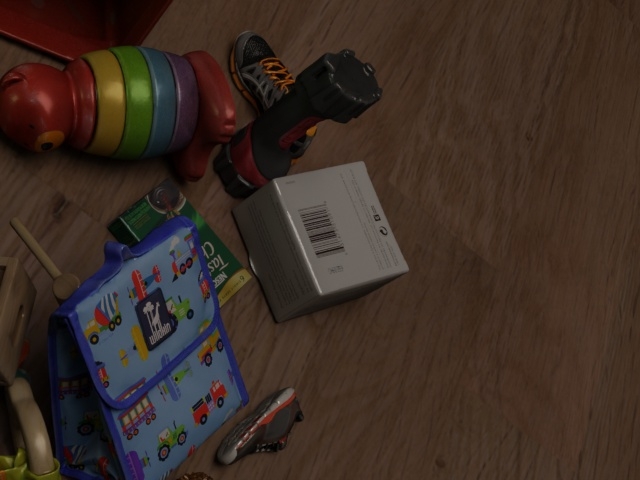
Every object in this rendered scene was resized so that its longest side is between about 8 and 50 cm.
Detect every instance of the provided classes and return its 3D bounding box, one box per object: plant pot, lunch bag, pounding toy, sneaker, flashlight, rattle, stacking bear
[{"bbox_3d":[-0.331,-0.426,1.725,0.267,0.267,0.236,21,44,-28],"label":"plant pot"},{"bbox_3d":[-0.217,0.122,1.514,0.221,0.138,0.293,-41,136,-42],"label":"lunch bag"},{"bbox_3d":[-0.368,0.071,1.490,0.206,0.094,0.181,4,60,8],"label":"pounding toy"},{"bbox_3d":[-0.063,-0.223,1.927,0.084,0.083,0.215,-18,79,-39],"label":"sneaker"},{"bbox_3d":[-0.031,-0.154,1.770,0.103,0.304,0.103,-22,84,-42],"label":"flashlight"},{"bbox_3d":[-0.381,0.222,1.481,0.142,0.130,0.200,-20,68,-8],"label":"rattle"},{"bbox_3d":[-0.071,0.259,1.709,0.158,0.061,0.065,-39,101,-41],"label":"sneaker"},{"bbox_3d":[-0.285,-0.176,1.696,0.289,0.175,0.164,-3,66,-30],"label":"stacking bear"}]

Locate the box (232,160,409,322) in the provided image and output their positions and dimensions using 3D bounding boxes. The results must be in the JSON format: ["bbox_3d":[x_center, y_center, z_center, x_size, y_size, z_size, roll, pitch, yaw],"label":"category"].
[{"bbox_3d":[0.000,0.000,1.843,0.182,0.119,0.181,-14,78,-41],"label":"box"}]

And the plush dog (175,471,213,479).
[{"bbox_3d":[-0.116,0.395,1.545,0.225,0.211,0.262,13,56,-2],"label":"plush dog"}]

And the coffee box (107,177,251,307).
[{"bbox_3d":[-0.188,0.017,1.746,0.184,0.040,0.113,52,48,-5],"label":"coffee box"}]
